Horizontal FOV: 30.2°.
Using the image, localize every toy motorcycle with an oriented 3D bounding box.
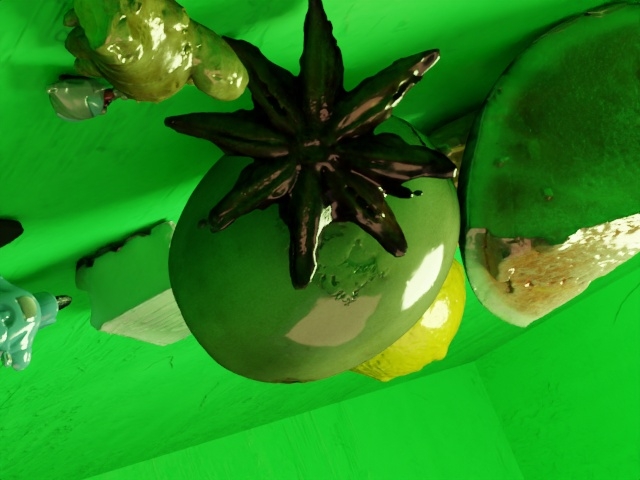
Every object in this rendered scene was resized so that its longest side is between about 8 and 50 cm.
[{"bbox_3d":[-0.425,0.119,1.368,0.272,0.124,0.182,-23,176,1],"label":"toy motorcycle"}]

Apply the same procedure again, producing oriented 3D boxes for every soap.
[{"bbox_3d":[-0.202,0.065,1.540,0.150,0.094,0.261,-24,165,8],"label":"soap"}]

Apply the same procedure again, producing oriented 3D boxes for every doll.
[{"bbox_3d":[-0.200,-0.118,0.994,0.057,0.039,0.114,9,-174,16],"label":"doll"}]

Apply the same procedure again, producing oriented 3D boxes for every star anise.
[{"bbox_3d":[-0.001,-0.094,1.077,0.272,0.272,0.102,-25,-167,12],"label":"star anise"}]

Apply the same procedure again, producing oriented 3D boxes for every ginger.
[{"bbox_3d":[-0.139,-0.151,0.893,0.081,0.115,0.205,-62,155,-1],"label":"ginger"}]

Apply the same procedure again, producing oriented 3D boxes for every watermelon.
[{"bbox_3d":[0.245,-0.098,1.314,0.222,0.292,0.319,10,152,-34],"label":"watermelon"}]

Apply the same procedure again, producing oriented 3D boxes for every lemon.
[{"bbox_3d":[0.098,0.091,1.803,0.233,0.234,0.288,-9,160,-40],"label":"lemon"}]

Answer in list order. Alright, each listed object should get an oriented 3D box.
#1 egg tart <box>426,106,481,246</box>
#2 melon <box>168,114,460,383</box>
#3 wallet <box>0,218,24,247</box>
[{"bbox_3d":[0.208,-0.075,1.572,0.318,0.128,0.319,-18,165,-5],"label":"egg tart"},{"bbox_3d":[0.000,0.000,1.244,0.330,0.268,0.268,-34,165,3],"label":"melon"},{"bbox_3d":[-0.416,0.009,1.165,0.124,0.025,0.244,-29,163,26],"label":"wallet"}]
